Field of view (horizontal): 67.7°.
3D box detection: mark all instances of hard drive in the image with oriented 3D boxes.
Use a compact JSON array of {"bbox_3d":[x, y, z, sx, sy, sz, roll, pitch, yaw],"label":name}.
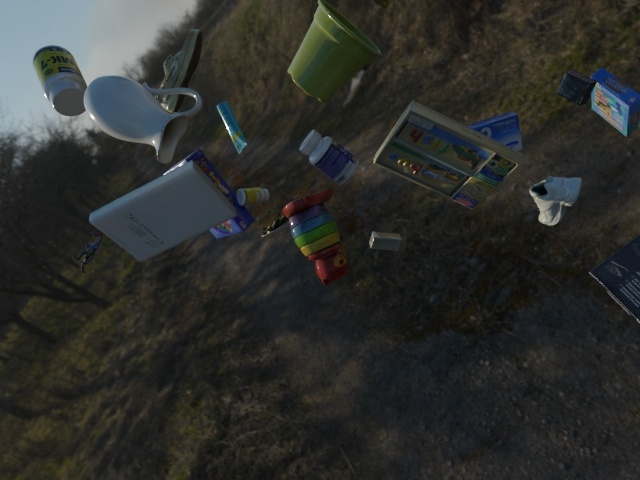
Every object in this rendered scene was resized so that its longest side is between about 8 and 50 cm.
[{"bbox_3d":[-0.405,-0.067,1.247,0.307,0.203,0.040,-25,48,9],"label":"hard drive"}]

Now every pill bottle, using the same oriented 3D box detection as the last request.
[{"bbox_3d":[-0.259,-0.171,1.842,0.065,0.116,0.065,16,110,51],"label":"pill bottle"},{"bbox_3d":[0.026,-0.283,1.605,0.112,0.186,0.112,-48,19,22],"label":"pill bottle"},{"bbox_3d":[-0.762,-0.470,1.409,0.119,0.119,0.209,-45,61,20],"label":"pill bottle"}]

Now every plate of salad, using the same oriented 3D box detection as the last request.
[{"bbox_3d":[-0.168,-0.076,2.012,0.199,0.048,0.200,-29,10,5],"label":"plate of salad"}]

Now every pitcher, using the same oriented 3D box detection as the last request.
[{"bbox_3d":[-0.374,-0.282,1.016,0.178,0.207,0.125,-58,-8,-22],"label":"pitcher"}]

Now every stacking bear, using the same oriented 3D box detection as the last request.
[{"bbox_3d":[0.000,0.000,1.579,0.175,0.289,0.164,-23,-2,-38],"label":"stacking bear"}]

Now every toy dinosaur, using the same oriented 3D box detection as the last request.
[{"bbox_3d":[-0.550,0.019,1.136,0.090,0.047,0.082,-54,4,49],"label":"toy dinosaur"}]

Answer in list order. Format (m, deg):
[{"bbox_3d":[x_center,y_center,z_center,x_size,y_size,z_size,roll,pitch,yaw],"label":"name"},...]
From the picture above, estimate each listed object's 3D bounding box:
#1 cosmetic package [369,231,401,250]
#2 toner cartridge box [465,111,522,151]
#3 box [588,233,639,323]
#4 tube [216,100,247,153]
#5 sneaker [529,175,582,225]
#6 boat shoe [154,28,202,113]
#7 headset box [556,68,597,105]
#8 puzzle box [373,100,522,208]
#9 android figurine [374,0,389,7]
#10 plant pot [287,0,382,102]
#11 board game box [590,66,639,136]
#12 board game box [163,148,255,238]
[{"bbox_3d":[0.257,0.003,1.893,0.041,0.115,0.060,-97,17,-53],"label":"cosmetic package"},{"bbox_3d":[0.693,-0.428,2.092,0.347,0.165,0.075,-18,24,4],"label":"toner cartridge box"},{"bbox_3d":[0.703,0.086,1.015,0.158,0.093,0.156,-44,46,18],"label":"box"},{"bbox_3d":[-0.356,-0.461,1.938,0.052,0.207,0.080,-23,-5,-33],"label":"tube"},{"bbox_3d":[0.653,-0.123,1.363,0.232,0.115,0.090,75,-142,-64],"label":"sneaker"},{"bbox_3d":[-0.489,-0.582,1.623,0.302,0.098,0.109,-58,11,30],"label":"boat shoe"},{"bbox_3d":[0.657,-0.397,1.231,0.032,0.062,0.083,-26,54,-25],"label":"headset box"},{"bbox_3d":[0.413,-0.272,1.589,0.272,0.408,0.052,124,166,-55],"label":"puzzle box"},{"bbox_3d":[0.176,-0.720,1.177,0.248,0.056,0.273,27,92,23],"label":"android figurine"},{"bbox_3d":[0.029,-0.633,1.654,0.254,0.276,0.276,-48,24,26],"label":"plant pot"},{"bbox_3d":[0.941,-0.439,1.524,0.047,0.210,0.160,-40,60,14],"label":"board game box"},{"bbox_3d":[-0.446,-0.174,1.905,0.233,0.347,0.078,-11,31,51],"label":"board game box"}]
